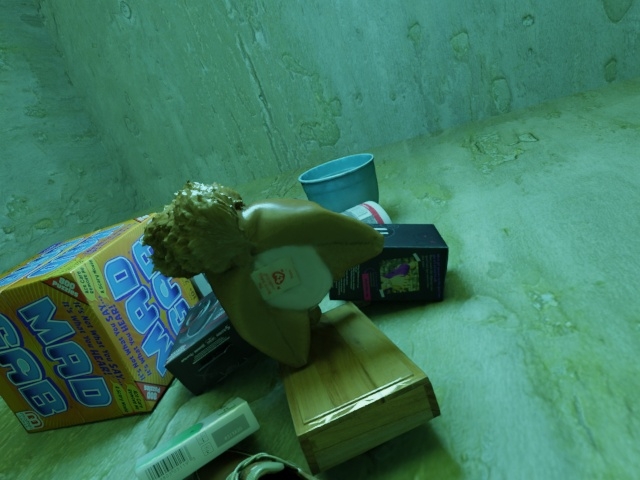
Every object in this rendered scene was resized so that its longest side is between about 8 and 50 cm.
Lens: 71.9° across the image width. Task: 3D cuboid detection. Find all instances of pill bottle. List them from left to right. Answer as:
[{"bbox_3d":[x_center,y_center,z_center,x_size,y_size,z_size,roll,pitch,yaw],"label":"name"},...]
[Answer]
[{"bbox_3d":[0.046,0.021,1.290,0.319,0.176,0.176,-25,20,-17],"label":"pill bottle"}]

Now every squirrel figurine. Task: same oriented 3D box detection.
[{"bbox_3d":[-0.137,0.009,0.884,0.281,0.397,0.370,-63,17,4],"label":"squirrel figurine"}]

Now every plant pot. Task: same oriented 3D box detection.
[{"bbox_3d":[0.088,-0.143,1.573,0.272,0.255,0.271,-16,20,6],"label":"plant pot"}]

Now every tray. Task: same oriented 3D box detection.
[{"bbox_3d":[0.029,0.229,0.811,0.203,0.076,0.411,-21,10,-8],"label":"tray"}]

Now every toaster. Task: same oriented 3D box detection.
[{"bbox_3d":[-0.305,0.126,1.311,0.186,0.168,0.110,-31,-1,-33],"label":"toaster"}]

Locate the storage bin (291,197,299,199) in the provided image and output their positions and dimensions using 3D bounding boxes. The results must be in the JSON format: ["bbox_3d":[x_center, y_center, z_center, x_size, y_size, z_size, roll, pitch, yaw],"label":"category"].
[{"bbox_3d":[-0.120,-0.045,1.376,0.180,0.084,0.122,-24,48,-20],"label":"storage bin"}]

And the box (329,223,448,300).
[{"bbox_3d":[0.154,0.048,1.071,0.270,0.143,0.165,0,22,1],"label":"box"}]

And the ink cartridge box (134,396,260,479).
[{"bbox_3d":[-0.213,0.332,0.749,0.181,0.056,0.225,-27,-2,-24],"label":"ink cartridge box"}]

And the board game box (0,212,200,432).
[{"bbox_3d":[-0.564,0.192,1.105,0.356,0.356,0.356,-15,20,14],"label":"board game box"}]

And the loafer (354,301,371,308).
[{"bbox_3d":[0.105,0.122,1.153,0.056,0.050,0.148,-17,20,4],"label":"loafer"}]

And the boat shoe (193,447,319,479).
[{"bbox_3d":[-0.067,0.346,0.602,0.324,0.119,0.122,0,26,42],"label":"boat shoe"}]

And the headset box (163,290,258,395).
[{"bbox_3d":[-0.229,0.207,1.049,0.218,0.110,0.293,-37,18,9],"label":"headset box"}]
